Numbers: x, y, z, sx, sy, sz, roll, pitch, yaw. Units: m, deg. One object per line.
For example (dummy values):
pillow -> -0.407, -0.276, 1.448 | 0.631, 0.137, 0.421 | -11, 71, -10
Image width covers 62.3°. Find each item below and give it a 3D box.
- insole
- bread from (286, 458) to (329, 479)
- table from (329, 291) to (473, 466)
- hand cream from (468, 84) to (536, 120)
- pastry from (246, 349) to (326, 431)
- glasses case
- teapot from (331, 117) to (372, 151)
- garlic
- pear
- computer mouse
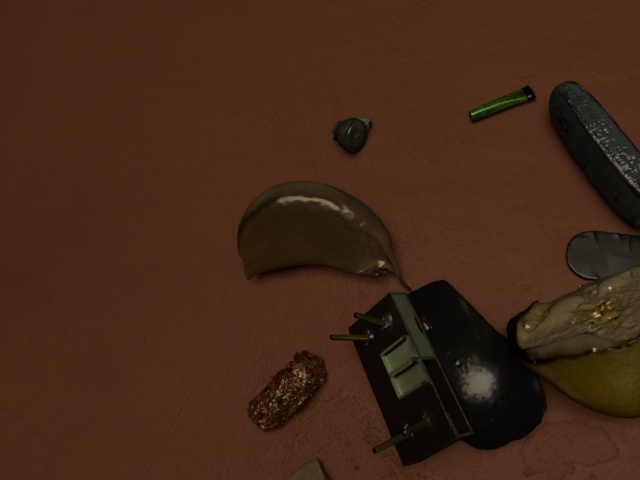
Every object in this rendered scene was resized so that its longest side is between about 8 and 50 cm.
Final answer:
insole -> 0.574, 0.046, 0.830 | 0.348, 0.009, 0.119 | 9, 73, 21
bread -> 0.011, 0.456, 0.870 | 0.077, 0.105, 0.152 | -35, 32, 5
table -> 0.107, 0.212, 0.818 | 0.121, 0.111, 0.240 | -49, 50, 36
hand cream -> 0.344, -0.260, 1.008 | 0.122, 0.023, 0.036 | -22, 55, 9
pastry -> -0.063, 0.267, 0.939 | 0.087, 0.063, 0.169 | 41, 89, 29
glasses case -> 0.468, -0.146, 0.877 | 0.067, 0.109, 0.282 | -25, 66, 6
teapot -> 0.062, -0.223, 1.076 | 0.088, 0.066, 0.057 | -42, 44, -23
garlic -> 0.011, -0.013, 0.995 | 0.339, 0.151, 0.196 | 4, 100, 13
pear -> 0.424, 0.162, 0.755 | 0.267, 0.267, 0.178 | -28, 91, 8
computer mouse -> 0.219, 0.193, 0.855 | 0.168, 0.087, 0.295 | -43, 62, 4
